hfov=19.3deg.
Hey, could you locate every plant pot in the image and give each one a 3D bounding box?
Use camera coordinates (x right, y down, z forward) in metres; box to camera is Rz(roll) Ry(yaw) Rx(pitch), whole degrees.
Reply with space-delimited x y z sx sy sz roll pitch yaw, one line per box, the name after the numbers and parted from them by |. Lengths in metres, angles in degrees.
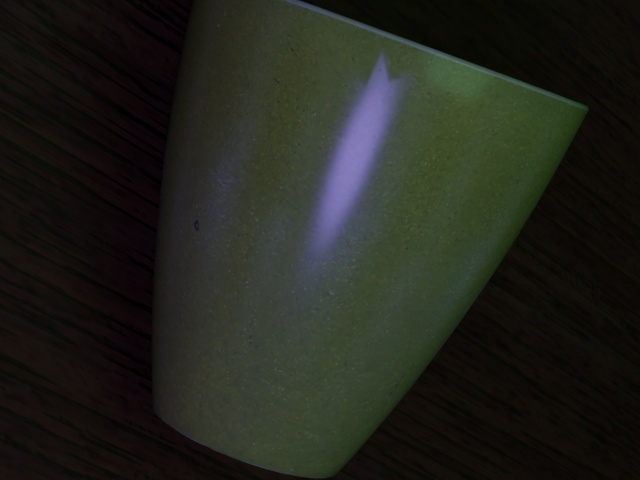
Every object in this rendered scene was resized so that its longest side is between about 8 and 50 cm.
0.000 0.000 1.268 0.275 0.275 0.293 14 98 -45 | plant pot
